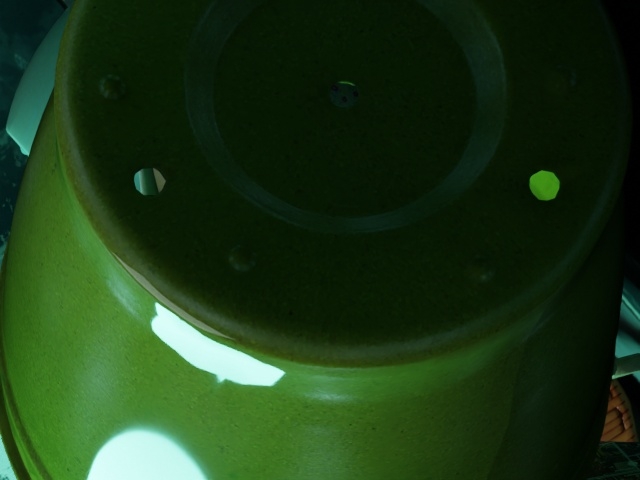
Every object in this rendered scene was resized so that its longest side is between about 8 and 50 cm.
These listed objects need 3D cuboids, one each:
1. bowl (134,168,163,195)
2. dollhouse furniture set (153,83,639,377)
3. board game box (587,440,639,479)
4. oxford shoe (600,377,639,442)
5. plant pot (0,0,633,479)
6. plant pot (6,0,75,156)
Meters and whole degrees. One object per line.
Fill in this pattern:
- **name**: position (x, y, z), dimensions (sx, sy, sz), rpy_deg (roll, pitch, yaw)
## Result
- **bowl**: position (-0.103, 0.030, 1.261), dimensions (0.163, 0.311, 0.311), rpy_deg (2, -164, -23)
- **dollhouse furniture set**: position (0.060, -0.052, 1.150), dimensions (0.303, 0.174, 0.355), rpy_deg (-6, -103, -47)
- **board game box**: position (0.158, 0.183, 1.019), dimensions (0.165, 0.243, 0.042), rpy_deg (-58, -39, -54)
- **oxford shoe**: position (0.229, 0.168, 1.360), dimensions (0.271, 0.097, 0.098), rpy_deg (62, -155, -1)
- **plant pot**: position (0.000, 0.000, 0.844), dimensions (0.366, 0.366, 0.353), rpy_deg (47, 164, 13)
- **plant pot**: position (-0.128, -0.105, 1.483), dimensions (0.293, 0.235, 0.293), rpy_deg (48, 175, 5)
